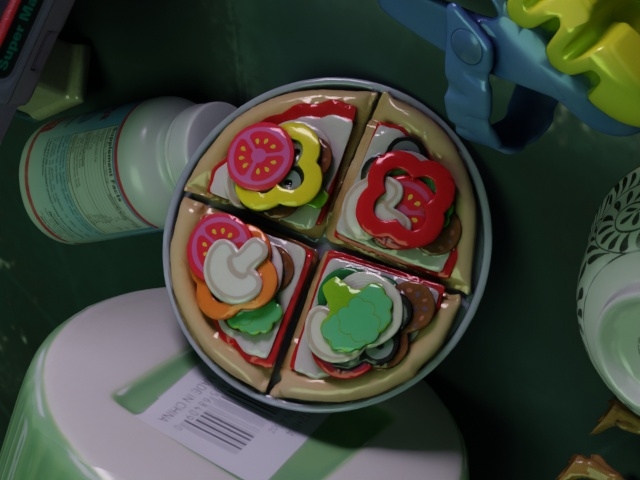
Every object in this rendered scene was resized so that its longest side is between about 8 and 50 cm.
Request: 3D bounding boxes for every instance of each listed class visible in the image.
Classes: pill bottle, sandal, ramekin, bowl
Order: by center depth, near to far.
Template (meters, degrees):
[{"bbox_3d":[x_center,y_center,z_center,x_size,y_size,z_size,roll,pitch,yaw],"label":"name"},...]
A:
[{"bbox_3d":[0.064,-0.163,0.943,0.317,0.126,0.138,55,140,5],"label":"sandal"},{"bbox_3d":[0.198,0.046,0.967,0.170,0.080,0.170,21,126,31],"label":"bowl"},{"bbox_3d":[-0.056,0.158,1.101,0.303,0.303,0.148,31,122,25],"label":"ramekin"},{"bbox_3d":[-0.117,-0.047,1.183,0.160,0.087,0.087,-7,108,42],"label":"pill bottle"}]

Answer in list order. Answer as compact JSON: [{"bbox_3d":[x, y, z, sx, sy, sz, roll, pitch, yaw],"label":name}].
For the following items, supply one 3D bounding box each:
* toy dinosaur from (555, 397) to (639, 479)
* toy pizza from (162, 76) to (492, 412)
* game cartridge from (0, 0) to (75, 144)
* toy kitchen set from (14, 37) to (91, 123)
[{"bbox_3d":[0.203,0.142,1.038,0.112,0.064,0.211,36,147,1],"label":"toy dinosaur"},{"bbox_3d":[0.000,0.000,1.063,0.201,0.032,0.201,-2,80,14],"label":"toy pizza"},{"bbox_3d":[-0.216,-0.235,1.069,0.230,0.068,0.355,29,98,30],"label":"game cartridge"},{"bbox_3d":[-0.246,-0.198,1.230,0.122,0.166,0.207,-11,70,40],"label":"toy kitchen set"}]
